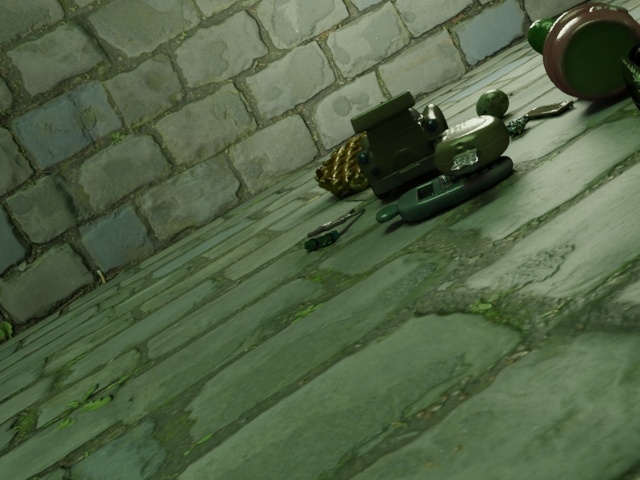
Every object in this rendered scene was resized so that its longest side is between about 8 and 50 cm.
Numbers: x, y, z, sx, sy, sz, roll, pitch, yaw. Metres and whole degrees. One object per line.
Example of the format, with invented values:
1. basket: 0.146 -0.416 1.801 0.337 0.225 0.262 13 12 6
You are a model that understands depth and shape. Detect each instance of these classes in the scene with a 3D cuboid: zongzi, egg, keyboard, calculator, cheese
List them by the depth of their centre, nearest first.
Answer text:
1. zongzi: 0.571 -0.272 1.265 0.055 0.119 0.109 -35 12 10
2. cheese: 0.292 -0.177 1.440 0.163 0.082 0.286 -21 13 24
3. calculator: 0.254 -0.101 1.491 0.298 0.041 0.185 -25 11 12
4. keyboard: 0.559 -0.319 1.780 0.055 0.017 0.166 -35 12 -8
5. egg: 0.493 -0.388 2.079 0.085 0.085 0.110 -34 -2 -23

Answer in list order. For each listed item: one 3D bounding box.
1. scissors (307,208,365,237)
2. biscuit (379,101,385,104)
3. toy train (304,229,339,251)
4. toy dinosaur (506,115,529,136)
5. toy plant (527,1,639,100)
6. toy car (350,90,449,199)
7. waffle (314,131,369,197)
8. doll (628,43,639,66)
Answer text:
1. scissors: 0.052 -0.051 1.747 0.110 0.021 0.212 -22 5 38
2. biscuit: 0.292 -0.342 2.168 0.049 0.197 0.301 -62 -21 12
3. toy train: 0.000 0.000 1.704 0.092 0.029 0.045 -21 6 39
4. toy dinosaur: 0.478 -0.278 1.753 0.047 0.031 0.083 -20 15 34
5. toy plant: 0.639 -0.426 1.643 0.317 0.211 0.356 8 15 9
6. toy car: 0.205 -0.265 1.868 0.242 0.226 0.336 -26 12 15
7. waffle: 0.124 -0.250 2.230 0.302 0.068 0.325 -45 27 -15
8. doll: 0.666 -0.342 1.333 0.182 0.117 0.257 7 26 21
